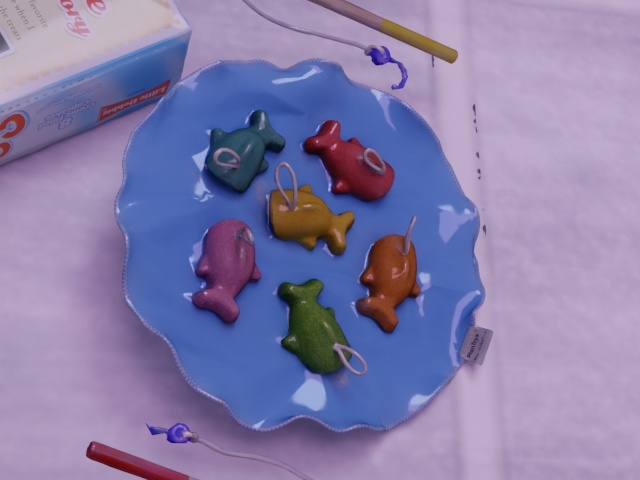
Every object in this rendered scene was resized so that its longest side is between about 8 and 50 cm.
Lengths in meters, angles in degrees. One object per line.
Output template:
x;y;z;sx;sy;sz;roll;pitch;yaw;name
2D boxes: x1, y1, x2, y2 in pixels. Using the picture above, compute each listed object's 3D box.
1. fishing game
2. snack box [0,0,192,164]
0.000;0.000;0.720;0.189;0.041;0.264;25;63;-19;fishing game
-0.222;-0.175;0.766;0.187;0.060;0.322;-25;72;-25;snack box
